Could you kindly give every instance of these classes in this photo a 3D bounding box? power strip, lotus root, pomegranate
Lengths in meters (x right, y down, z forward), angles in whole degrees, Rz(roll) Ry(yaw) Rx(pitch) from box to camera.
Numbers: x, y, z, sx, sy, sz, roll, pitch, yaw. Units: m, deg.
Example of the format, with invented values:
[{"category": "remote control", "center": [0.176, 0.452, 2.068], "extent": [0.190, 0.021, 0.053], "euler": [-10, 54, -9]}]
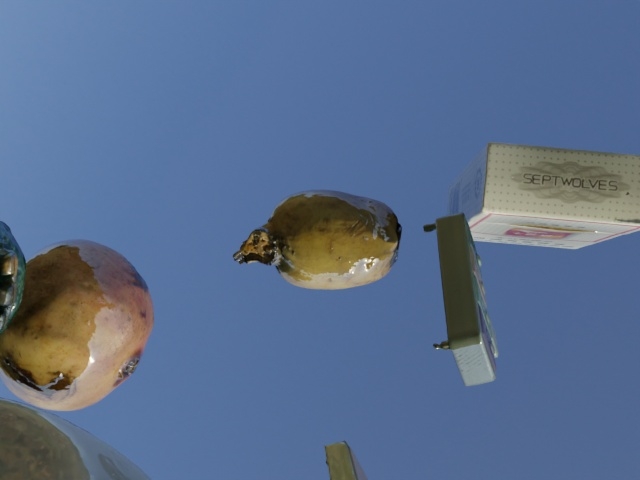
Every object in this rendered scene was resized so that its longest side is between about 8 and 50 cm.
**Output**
[{"category": "power strip", "center": [0.176, 0.087, 1.108], "extent": [0.061, 0.145, 0.216], "euler": [-14, -140, 15]}, {"category": "lotus root", "center": [0.000, 0.000, 1.162], "extent": [0.118, 0.220, 0.125], "euler": [122, -33, -66]}, {"category": "pomegranate", "center": [-0.453, 0.157, 1.659], "extent": [0.322, 0.322, 0.322], "euler": [-10, -107, 33]}]

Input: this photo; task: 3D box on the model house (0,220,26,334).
[{"category": "model house", "center": [-0.589, 0.093, 1.283], "extent": [0.295, 0.329, 0.252], "euler": [-41, -82, 0]}]

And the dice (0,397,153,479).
[{"category": "dice", "center": [-0.320, 0.351, 0.917], "extent": [0.304, 0.304, 0.277], "euler": [6, -134, 19]}]

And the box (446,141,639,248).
[{"category": "box", "center": [0.297, -0.053, 1.252], "extent": [0.210, 0.330, 0.095], "euler": [5, -97, 0]}]

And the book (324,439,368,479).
[{"category": "book", "center": [0.083, 0.370, 0.674], "extent": [0.032, 0.269, 0.389], "euler": [-20, -145, 2]}]
